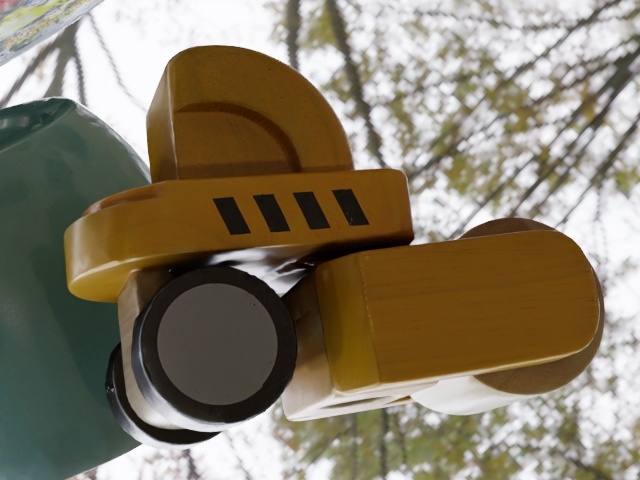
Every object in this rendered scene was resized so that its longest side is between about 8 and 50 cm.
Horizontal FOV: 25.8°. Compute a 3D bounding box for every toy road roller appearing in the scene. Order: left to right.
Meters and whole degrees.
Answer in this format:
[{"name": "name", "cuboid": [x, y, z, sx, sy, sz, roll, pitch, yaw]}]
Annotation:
[{"name": "toy road roller", "cuboid": [0.000, 0.000, 0.915, 0.330, 0.202, 0.240, -4, -101, -15]}]

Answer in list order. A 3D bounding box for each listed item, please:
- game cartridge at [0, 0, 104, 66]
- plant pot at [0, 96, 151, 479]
[{"name": "game cartridge", "cuboid": [-0.269, -0.226, 1.248, 0.060, 0.294, 0.196, 57, 177, 1]}, {"name": "plant pot", "cuboid": [-0.237, 0.025, 1.113, 0.293, 0.293, 0.235, -46, -58, -53]}]
